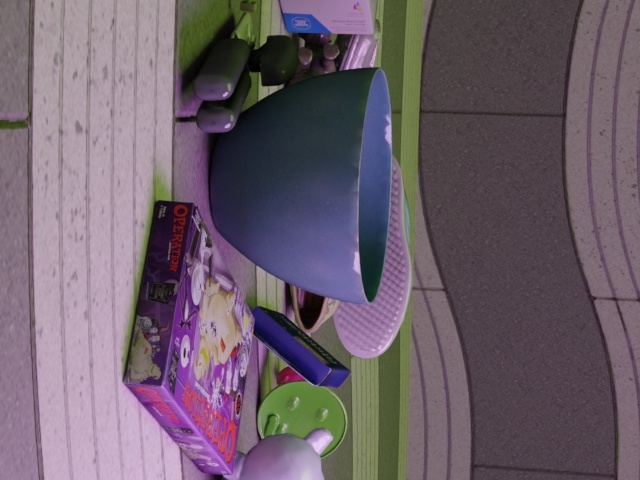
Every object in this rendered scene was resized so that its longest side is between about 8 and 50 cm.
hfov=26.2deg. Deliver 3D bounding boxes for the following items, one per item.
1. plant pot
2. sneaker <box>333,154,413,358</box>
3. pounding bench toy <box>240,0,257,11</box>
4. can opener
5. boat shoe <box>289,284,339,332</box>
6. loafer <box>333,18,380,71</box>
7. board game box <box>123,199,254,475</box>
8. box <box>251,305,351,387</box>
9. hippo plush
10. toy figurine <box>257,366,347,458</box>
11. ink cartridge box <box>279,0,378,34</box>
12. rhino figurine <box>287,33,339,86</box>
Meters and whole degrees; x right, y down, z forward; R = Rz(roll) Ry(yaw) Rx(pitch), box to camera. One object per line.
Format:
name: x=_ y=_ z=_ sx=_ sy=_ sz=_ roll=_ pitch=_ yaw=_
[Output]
plant pot: x=-0.026 y=-0.071 z=1.693 sx=0.290 sy=0.195 sz=0.290 roll=3 pitch=90 yaw=-80
sneaker: x=0.103 y=0.033 z=2.352 sx=0.150 sy=0.135 sz=0.365 roll=55 pitch=40 yaw=-68
pounding bench toy: x=-0.085 y=-0.332 z=1.700 sx=0.065 sy=0.052 sz=0.083 roll=78 pitch=18 yaw=-55
can opener: x=-0.082 y=-0.202 z=1.622 sx=0.283 sy=0.095 sz=0.076 roll=-80 pitch=168 yaw=-66
boat shoe: x=0.000 y=0.000 z=2.111 sx=0.089 sy=0.105 sz=0.285 roll=-65 pitch=156 yaw=-71
loafer: x=0.060 y=-0.225 z=2.174 sx=0.319 sy=0.112 sz=0.112 roll=104 pitch=-11 yaw=-48
board game box: x=-0.139 y=0.121 z=1.550 sx=0.347 sy=0.056 sz=0.208 roll=70 pitch=29 yaw=-65
box: x=-0.032 y=0.150 z=1.912 sx=0.036 sy=0.136 sz=0.225 roll=-51 pitch=168 yaw=2
hippo plush: x=-0.061 y=0.369 z=1.699 sx=0.236 sy=0.234 sz=0.294 roll=66 pitch=-23 yaw=7
toy figurine: x=-0.032 y=0.254 z=2.042 sx=0.159 sy=0.130 sz=0.173 roll=-86 pitch=-163 yaw=-72
ink cartridge box: x=0.004 y=-0.394 z=1.946 sx=0.231 sy=0.134 sz=0.078 roll=75 pitch=21 yaw=-58
rhino figurine: x=-0.011 y=-0.254 z=2.063 sx=0.106 sy=0.073 sz=0.243 roll=111 pitch=-14 yaw=-66
